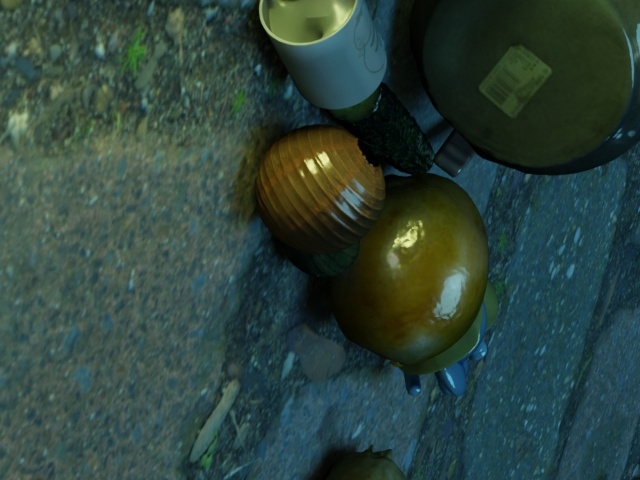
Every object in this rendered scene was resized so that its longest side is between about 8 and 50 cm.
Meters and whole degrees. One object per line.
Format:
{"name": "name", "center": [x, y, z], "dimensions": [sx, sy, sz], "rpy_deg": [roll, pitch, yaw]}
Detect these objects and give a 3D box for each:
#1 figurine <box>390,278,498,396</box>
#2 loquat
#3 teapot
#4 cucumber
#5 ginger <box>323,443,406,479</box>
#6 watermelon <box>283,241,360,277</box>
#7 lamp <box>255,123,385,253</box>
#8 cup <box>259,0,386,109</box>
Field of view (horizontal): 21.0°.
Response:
{"name": "figurine", "center": [0.153, 0.107, 2.171], "dimensions": [0.262, 0.154, 0.180], "rpy_deg": [31, 68, -62]}
{"name": "loquat", "center": [0.105, 0.030, 1.976], "dimensions": [0.227, 0.179, 0.179], "rpy_deg": [-69, 156, -11]}
{"name": "teapot", "center": [0.272, -0.238, 2.046], "dimensions": [0.376, 0.305, 0.362], "rpy_deg": [-52, 177, 34]}
{"name": "cucumber", "center": [0.074, -0.124, 1.932], "dimensions": [0.067, 0.067, 0.293], "rpy_deg": [-68, 160, -5]}
{"name": "ginger", "center": [0.040, 0.365, 2.144], "dimensions": [0.267, 0.152, 0.138], "rpy_deg": [-52, 121, -26]}
{"name": "watermelon", "center": [0.000, 0.000, 1.852], "dimensions": [0.111, 0.078, 0.078], "rpy_deg": [27, 83, -64]}
{"name": "lamp", "center": [0.000, -0.053, 1.741], "dimensions": [0.136, 0.136, 0.136], "rpy_deg": [-46, 146, -44]}
{"name": "cup", "center": [0.012, -0.216, 1.686], "dimensions": [0.136, 0.099, 0.133], "rpy_deg": [-62, 154, -17]}
